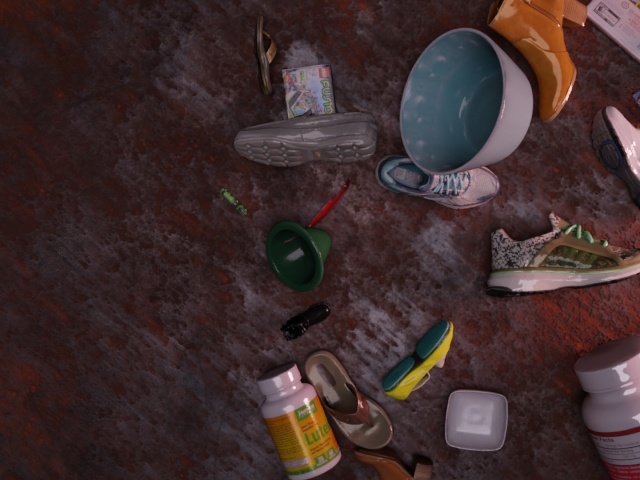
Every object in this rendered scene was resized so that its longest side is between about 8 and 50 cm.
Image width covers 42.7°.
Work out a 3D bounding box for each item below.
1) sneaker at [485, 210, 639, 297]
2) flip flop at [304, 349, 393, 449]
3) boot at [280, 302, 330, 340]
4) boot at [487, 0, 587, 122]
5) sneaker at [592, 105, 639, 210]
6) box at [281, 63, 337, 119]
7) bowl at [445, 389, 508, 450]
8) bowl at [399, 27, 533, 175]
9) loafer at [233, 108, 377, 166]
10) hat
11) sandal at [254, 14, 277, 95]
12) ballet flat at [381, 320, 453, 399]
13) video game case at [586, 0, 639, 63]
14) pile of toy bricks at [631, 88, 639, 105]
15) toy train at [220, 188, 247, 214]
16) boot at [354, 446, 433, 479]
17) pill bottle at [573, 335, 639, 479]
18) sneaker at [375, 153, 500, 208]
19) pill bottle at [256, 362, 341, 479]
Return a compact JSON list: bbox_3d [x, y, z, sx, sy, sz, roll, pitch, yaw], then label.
[{"bbox_3d":[0.563,0.017,1.821,0.411,0.158,0.181,-8,83,1],"label":"sneaker"},{"bbox_3d":[0.061,0.377,1.915,0.112,0.080,0.277,-36,89,3],"label":"flip flop"},{"bbox_3d":[-0.034,0.189,1.895,0.121,0.099,0.045,-24,95,6],"label":"boot"},{"bbox_3d":[0.451,-0.422,1.773,0.211,0.104,0.295,17,85,-17],"label":"boot"},{"bbox_3d":[0.717,-0.180,1.816,0.129,0.111,0.297,-38,96,-9],"label":"sneaker"},{"bbox_3d":[-0.019,-0.295,1.878,0.114,0.036,0.206,-7,95,5],"label":"box"},{"bbox_3d":[0.362,0.415,1.912,0.142,0.053,0.142,5,95,4],"label":"bowl"},{"bbox_3d":[0.330,-0.280,1.748,0.163,0.312,0.311,8,98,-35],"label":"bowl"},{"bbox_3d":[-0.032,-0.234,1.823,0.320,0.112,0.111,0,60,5],"label":"loafer"},{"bbox_3d":[0.000,0.000,1.913,0.173,0.184,0.208,56,138,4],"label":"hat"},{"bbox_3d":[-0.121,-0.421,1.860,0.049,0.072,0.180,-9,97,-10],"label":"sandal"},{"bbox_3d":[0.241,0.285,1.906,0.077,0.077,0.231,39,100,-22],"label":"ballet flat"},{"bbox_3d":[0.732,-0.512,1.807,0.227,0.026,0.206,41,97,0],"label":"video game case"},{"bbox_3d":[0.785,-0.337,1.766,0.212,0.105,0.118,-40,111,7],"label":"pile of toy bricks"},{"bbox_3d":[-0.204,-0.091,1.918,0.083,0.024,0.017,44,97,-1],"label":"toy train"},{"bbox_3d":[0.161,0.576,1.936,0.197,0.073,0.152,15,101,5],"label":"boot"},{"bbox_3d":[0.721,0.429,1.799,0.229,0.229,0.407,-25,93,6],"label":"pill bottle"},{"bbox_3d":[0.262,-0.128,1.830,0.283,0.122,0.110,7,97,4],"label":"sneaker"},{"bbox_3d":[-0.057,0.417,1.901,0.136,0.136,0.245,-22,94,6],"label":"pill bottle"}]
